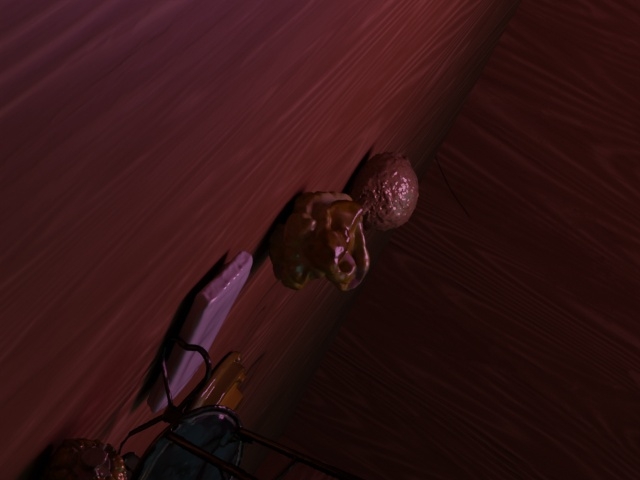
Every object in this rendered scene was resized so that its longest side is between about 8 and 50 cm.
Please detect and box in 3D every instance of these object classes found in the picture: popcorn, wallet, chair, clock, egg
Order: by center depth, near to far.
[{"bbox_3d":[-0.116,0.220,1.247,0.170,0.325,0.160,7,107,-51],"label":"chair"},{"bbox_3d":[-0.133,0.098,1.446,0.183,0.032,0.124,-61,175,35],"label":"wallet"},{"bbox_3d":[0.000,0.000,1.666,0.145,0.126,0.126,-3,101,-64],"label":"popcorn"},{"bbox_3d":[-0.166,0.270,1.939,0.237,0.057,0.237,-58,175,-8],"label":"clock"},{"bbox_3d":[0.097,-0.075,2.114,0.118,0.116,0.140,3,125,-31],"label":"egg"}]

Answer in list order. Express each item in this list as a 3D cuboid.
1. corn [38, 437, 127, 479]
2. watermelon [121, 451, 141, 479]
[{"bbox_3d":[-0.230,0.255,1.220,0.080,0.080,0.238,-53,175,-44],"label":"corn"},{"bbox_3d":[-0.199,0.358,1.508,0.202,0.136,0.207,-20,-126,25],"label":"watermelon"}]
